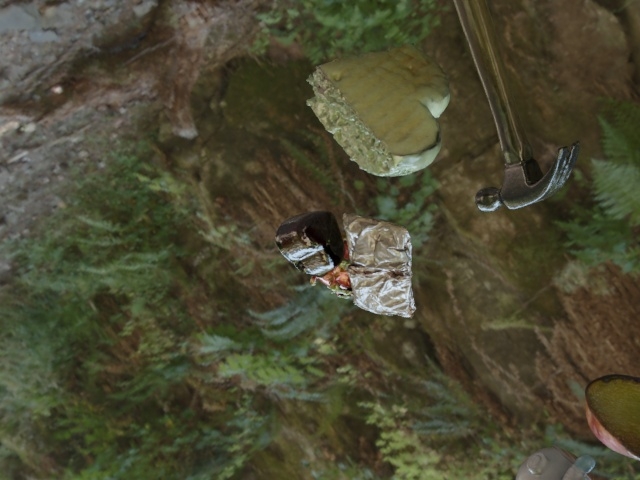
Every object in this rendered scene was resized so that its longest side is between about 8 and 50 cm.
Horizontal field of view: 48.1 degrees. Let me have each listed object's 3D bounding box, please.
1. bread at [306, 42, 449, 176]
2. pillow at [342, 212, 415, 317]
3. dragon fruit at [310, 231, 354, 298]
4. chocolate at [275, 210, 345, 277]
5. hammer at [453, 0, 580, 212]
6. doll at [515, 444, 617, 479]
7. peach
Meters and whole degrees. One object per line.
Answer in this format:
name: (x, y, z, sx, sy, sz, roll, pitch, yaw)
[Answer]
bread: (0.064, -0.156, 0.843, 0.232, 0.173, 0.064, -76, 180, -45)
pillow: (0.110, 0.057, 1.356, 0.248, 0.135, 0.049, 80, 30, -43)
dragon fruit: (0.040, 0.054, 1.690, 0.166, 0.172, 0.160, -52, -168, 25)
chocolate: (0.000, 0.000, 1.404, 0.080, 0.148, 0.125, -10, -139, 52)
hammer: (0.211, -0.254, 0.943, 0.044, 0.439, 0.168, -22, -176, -34)
doll: (0.324, 0.347, 0.865, 0.151, 0.151, 0.287, -35, -164, 0)
peach: (0.504, 0.296, 1.114, 0.189, 0.068, 0.279, 10, -161, 21)
